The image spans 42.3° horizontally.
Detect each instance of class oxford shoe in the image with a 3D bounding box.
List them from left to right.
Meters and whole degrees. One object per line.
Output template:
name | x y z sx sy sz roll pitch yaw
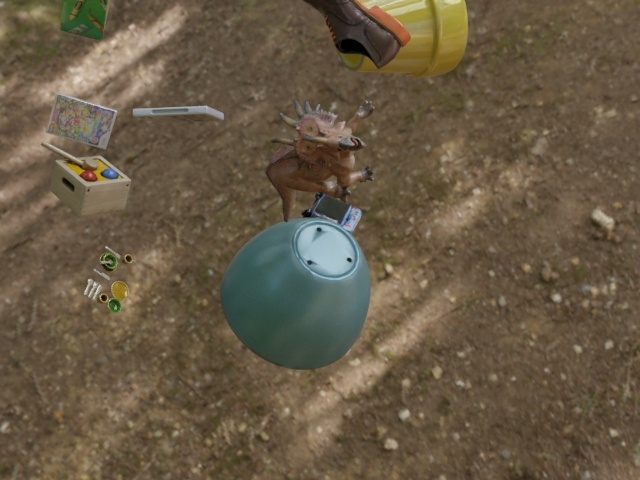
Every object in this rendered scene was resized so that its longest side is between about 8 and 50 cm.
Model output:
oxford shoe | 0.040 -0.425 1.594 0.271 0.097 0.098 37 89 26

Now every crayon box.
crayon box | -0.401 -0.492 1.456 0.278 0.081 0.165 145 134 -68

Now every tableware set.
tableware set | -0.482 0.091 1.933 0.024 0.104 0.154 -27 35 39

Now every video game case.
video game case | -0.482 -0.240 1.670 0.011 0.122 0.087 -115 44 -59
video game case | -0.369 -0.331 2.177 0.193 0.023 0.212 -1 4 5

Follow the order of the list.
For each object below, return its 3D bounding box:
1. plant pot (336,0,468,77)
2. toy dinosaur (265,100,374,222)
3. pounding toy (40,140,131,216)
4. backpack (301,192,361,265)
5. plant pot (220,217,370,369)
plant pot | 0.167 -0.487 1.885 0.239 0.254 0.254 -16 29 -21
toy dinosaur | -0.021 -0.134 1.357 0.296 0.200 0.127 -36 69 42
pounding toy | -0.479 -0.131 1.672 0.141 0.100 0.130 36 30 29
backpack | 0.000 0.000 1.819 0.173 0.117 0.158 -65 -3 25
plant pot | -0.022 0.070 1.554 0.195 0.290 0.290 -57 8 50
